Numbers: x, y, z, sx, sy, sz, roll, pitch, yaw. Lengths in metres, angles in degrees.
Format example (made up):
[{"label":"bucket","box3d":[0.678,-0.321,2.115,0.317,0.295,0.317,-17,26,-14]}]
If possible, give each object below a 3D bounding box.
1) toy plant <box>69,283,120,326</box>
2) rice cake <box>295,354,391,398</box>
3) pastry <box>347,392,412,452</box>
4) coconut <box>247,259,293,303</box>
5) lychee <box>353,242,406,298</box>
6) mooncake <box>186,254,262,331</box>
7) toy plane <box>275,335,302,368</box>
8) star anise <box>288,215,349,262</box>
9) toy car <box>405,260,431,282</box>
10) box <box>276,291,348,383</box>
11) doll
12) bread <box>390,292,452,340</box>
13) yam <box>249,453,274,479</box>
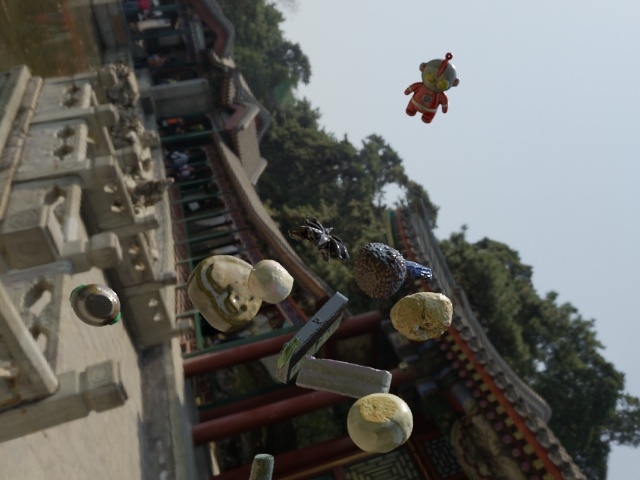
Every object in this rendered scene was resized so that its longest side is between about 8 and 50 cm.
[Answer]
[{"label":"toy plant","box3d":[-0.588,0.171,1.452,0.143,0.105,0.200,38,-18,-20]},{"label":"rice cake","box3d":[0.071,0.439,1.749,0.050,0.298,0.106,59,43,-60]},{"label":"pastry","box3d":[0.138,0.426,1.309,0.156,0.156,0.092,-124,-154,-60]},{"label":"coconut","box3d":[-0.137,0.101,1.425,0.124,0.110,0.110,43,15,-43]},{"label":"lychee","box3d":[0.191,0.100,1.795,0.188,0.188,0.188,167,-90,-79]},{"label":"mooncake","box3d":[-0.279,0.152,1.701,0.117,0.235,0.234,-41,-121,45]},{"label":"toy plane","box3d":[-0.095,0.327,1.623,0.040,0.111,0.102,40,6,24]},{"label":"star anise","box3d":[0.004,0.003,2.150,0.283,0.129,0.212,41,6,41]},{"label":"toy car","box3d":[0.307,0.104,1.979,0.216,0.103,0.063,13,-90,58]},{"label":"box","box3d":[-0.030,0.356,2.029,0.058,0.350,0.211,34,-40,17]},{"label":"doll","box3d":[0.328,-0.445,1.601,0.245,0.142,0.076,114,1,-58]},{"label":"bread","box3d":[0.391,0.304,2.127,0.244,0.245,0.134,90,-5,-50]},{"label":"yam","box3d":[-0.195,0.833,1.640,0.083,0.083,0.371,127,-28,-75]}]
